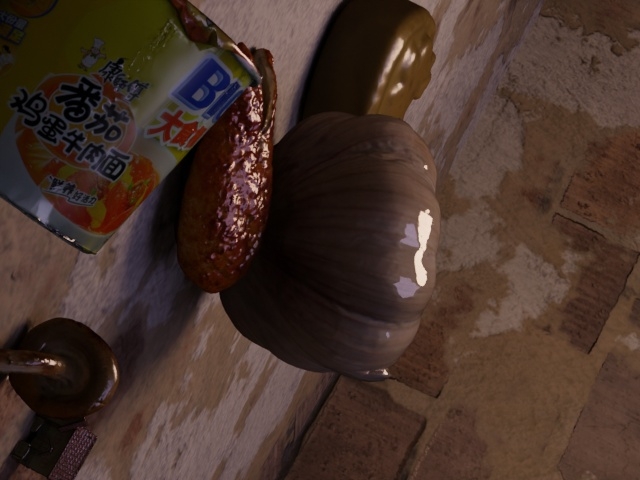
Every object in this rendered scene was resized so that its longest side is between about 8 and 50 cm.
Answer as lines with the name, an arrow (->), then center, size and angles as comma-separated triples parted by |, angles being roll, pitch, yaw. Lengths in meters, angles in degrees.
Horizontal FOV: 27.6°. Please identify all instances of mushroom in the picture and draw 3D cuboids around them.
mushroom -> -0.241, 0.108, 1.124 | 0.129, 0.073, 0.088 | 14, 79, -40

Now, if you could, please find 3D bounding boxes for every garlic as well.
garlic -> 0.015, 0.001, 1.510 | 0.241, 0.322, 0.322 | -2, 118, -56

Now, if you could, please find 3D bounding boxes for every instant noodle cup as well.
instant noodle cup -> -0.159, -0.097, 0.776 | 0.153, 0.205, 0.205 | -53, 167, -5

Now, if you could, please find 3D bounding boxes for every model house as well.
model house -> -0.250, 0.191, 1.266 | 0.083, 0.058, 0.057 | -60, 168, -20

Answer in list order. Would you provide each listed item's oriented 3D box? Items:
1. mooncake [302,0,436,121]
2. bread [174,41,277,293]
mooncake -> 0.069, -0.216, 1.688 | 0.235, 0.117, 0.235 | -58, 169, -18
bread -> -0.089, -0.070, 1.348 | 0.139, 0.095, 0.269 | -49, 159, -75
